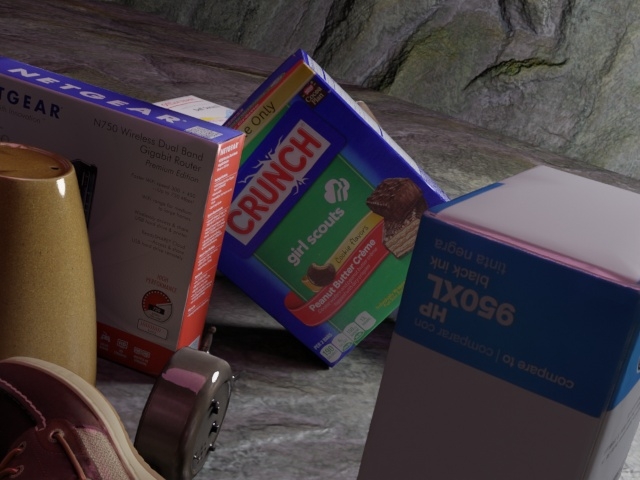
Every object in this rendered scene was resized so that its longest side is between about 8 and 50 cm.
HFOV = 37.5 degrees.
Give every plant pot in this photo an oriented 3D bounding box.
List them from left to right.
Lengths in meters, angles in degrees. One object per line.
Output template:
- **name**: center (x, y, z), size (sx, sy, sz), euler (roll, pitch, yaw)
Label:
- **plant pot**: center (-0.335, 0.034, 0.987), size (0.237, 0.254, 0.237), euler (14, 20, -5)

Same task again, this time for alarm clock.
- **alarm clock**: center (-0.138, 0.187, 0.914), size (0.064, 0.129, 0.192), euler (21, 48, 11)

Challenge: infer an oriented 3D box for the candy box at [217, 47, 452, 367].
- **candy box**: center (-0.007, -0.040, 1.223), size (0.317, 0.268, 0.122), euler (43, 9, -15)

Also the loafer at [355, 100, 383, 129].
- **loafer**: center (-0.044, -0.158, 1.717), size (0.366, 0.130, 0.134), euler (-15, -10, 21)

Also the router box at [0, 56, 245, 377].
- **router box**: center (-0.284, -0.029, 1.127), size (0.336, 0.301, 0.082), euler (18, 20, 12)

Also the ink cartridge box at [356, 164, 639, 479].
- **ink cartridge box**: center (0.161, 0.160, 0.774), size (0.166, 0.394, 0.285), euler (21, 20, 24)

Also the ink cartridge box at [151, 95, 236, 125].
- **ink cartridge box**: center (-0.235, -0.207, 1.939), size (0.354, 0.119, 0.207), euler (20, 20, 15)

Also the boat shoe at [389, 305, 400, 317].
- **boat shoe**: center (0.198, 0.078, 1.391), size (0.335, 0.121, 0.119), euler (26, 46, 23)

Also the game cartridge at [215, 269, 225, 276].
- **game cartridge**: center (0.000, 0.000, 1.446), size (0.294, 0.060, 0.196), euler (-19, 7, -37)

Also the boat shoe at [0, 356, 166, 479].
- **boat shoe**: center (-0.224, 0.211, 0.782), size (0.123, 0.123, 0.342), euler (-5, 33, -47)
